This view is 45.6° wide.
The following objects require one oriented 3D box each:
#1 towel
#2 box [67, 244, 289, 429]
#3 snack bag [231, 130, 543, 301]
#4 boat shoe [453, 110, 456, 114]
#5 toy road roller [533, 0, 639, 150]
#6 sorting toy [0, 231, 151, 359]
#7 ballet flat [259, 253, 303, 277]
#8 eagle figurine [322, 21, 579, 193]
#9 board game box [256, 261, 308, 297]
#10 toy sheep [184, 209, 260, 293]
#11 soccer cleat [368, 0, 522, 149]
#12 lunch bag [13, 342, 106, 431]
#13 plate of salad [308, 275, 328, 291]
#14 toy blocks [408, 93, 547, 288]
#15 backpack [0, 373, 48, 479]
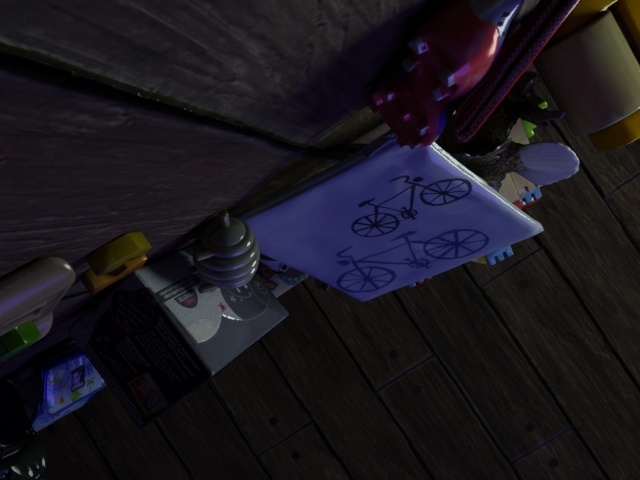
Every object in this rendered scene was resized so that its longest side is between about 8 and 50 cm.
[{"bbox_3d":[0.192,-0.186,0.746,0.199,0.031,0.275,-54,178,15],"label":"towel"},{"bbox_3d":[-0.177,0.106,1.016,0.142,0.163,0.247,-38,177,22],"label":"box"},{"bbox_3d":[0.078,-0.020,1.018,0.323,0.037,0.342,-24,146,33],"label":"snack bag"},{"bbox_3d":[0.200,-0.206,1.248,0.190,0.068,0.072,-45,171,-26],"label":"boat shoe"},{"bbox_3d":[0.426,-0.280,1.114,0.329,0.202,0.240,-35,-171,-17],"label":"toy road roller"},{"bbox_3d":[-0.267,0.080,0.642,0.307,0.041,0.229,-33,178,-28],"label":"sorting toy"},{"bbox_3d":[-0.063,0.001,1.389,0.123,0.123,0.348,-33,179,-20],"label":"ballet flat"},{"bbox_3d":[0.171,-0.117,1.044,0.298,0.226,0.225,-39,-160,-12],"label":"eagle figurine"},{"bbox_3d":[-0.099,0.051,1.592,0.259,0.124,0.039,-34,177,7],"label":"board game box"},{"bbox_3d":[-0.117,0.014,0.935,0.091,0.091,0.132,-33,150,-28],"label":"toy sheep"},{"bbox_3d":[0.110,-0.151,0.699,0.095,0.083,0.248,-38,176,-9],"label":"soccer cleat"},{"bbox_3d":[-0.398,0.212,1.158,0.151,0.096,0.129,-52,166,32],"label":"lunch bag"},{"bbox_3d":[0.000,0.000,1.465,0.048,0.200,0.200,0,174,-6],"label":"plate of salad"},{"bbox_3d":[0.245,-0.061,1.346,0.381,0.261,0.191,-28,-152,4],"label":"toy blocks"},{"bbox_3d":[-0.456,0.267,0.971,0.182,0.152,0.115,-21,178,23],"label":"backpack"}]
